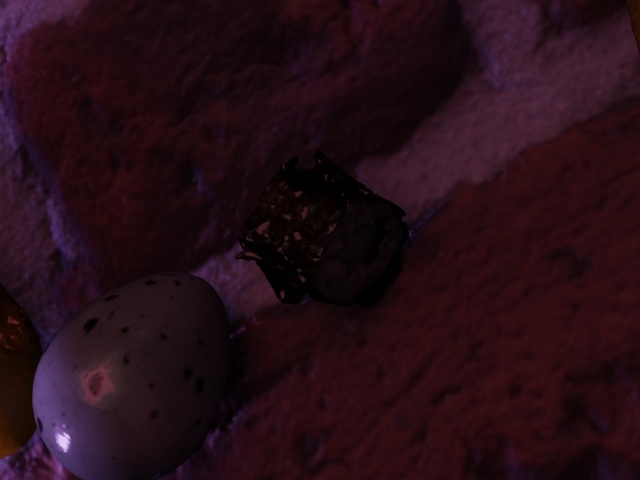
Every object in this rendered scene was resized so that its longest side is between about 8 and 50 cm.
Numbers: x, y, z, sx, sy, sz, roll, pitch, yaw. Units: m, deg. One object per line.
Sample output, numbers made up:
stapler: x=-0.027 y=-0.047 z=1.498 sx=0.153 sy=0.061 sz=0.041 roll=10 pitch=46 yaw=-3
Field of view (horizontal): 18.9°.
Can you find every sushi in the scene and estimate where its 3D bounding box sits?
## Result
sushi: x=0.001 y=-0.001 z=1.321 sx=0.084 sy=0.094 sz=0.098 roll=37 pitch=92 yaw=38

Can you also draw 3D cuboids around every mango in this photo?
mango: x=-0.314 y=0.077 z=1.461 sx=0.262 sy=0.130 sz=0.167 roll=20 pitch=88 yaw=30

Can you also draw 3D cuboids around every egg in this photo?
egg: x=-0.126 y=0.096 z=1.347 sx=0.131 sy=0.131 sz=0.164 roll=28 pitch=63 yaw=36

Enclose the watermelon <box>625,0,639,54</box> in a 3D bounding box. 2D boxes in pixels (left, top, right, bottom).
watermelon: x=0.254 y=-0.152 z=1.267 sx=0.092 sy=0.075 sz=0.182 roll=118 pitch=146 yaw=-54
